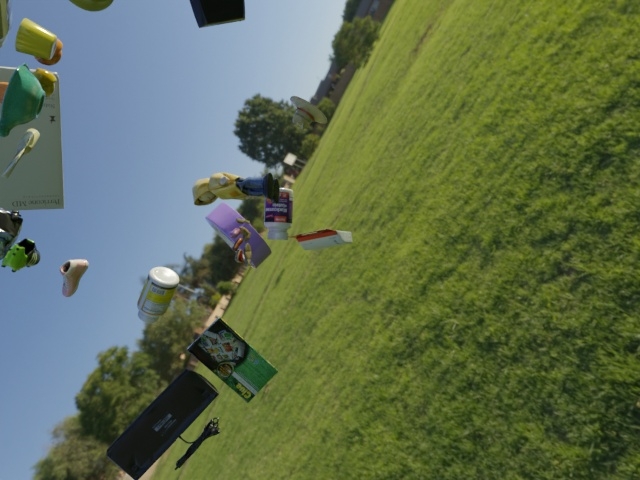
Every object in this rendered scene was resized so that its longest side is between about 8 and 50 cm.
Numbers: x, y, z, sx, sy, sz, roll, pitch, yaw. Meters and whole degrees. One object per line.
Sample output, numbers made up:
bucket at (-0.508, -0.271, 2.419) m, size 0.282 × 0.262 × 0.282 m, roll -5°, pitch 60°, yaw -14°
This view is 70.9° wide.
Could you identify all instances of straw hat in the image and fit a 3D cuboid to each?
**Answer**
straw hat at (-0.053, -0.380, 1.395) m, size 0.061 × 0.144 × 0.144 m, roll -57°, pitch 5°, yaw -4°

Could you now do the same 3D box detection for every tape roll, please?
tape roll at (-0.314, -0.017, 1.725) m, size 0.090 × 0.275 × 0.275 m, roll -45°, pitch 0°, yaw -14°

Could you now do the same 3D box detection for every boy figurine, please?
boy figurine at (-0.277, -0.159, 1.388) m, size 0.177 × 0.285 × 0.092 m, roll 40°, pitch -130°, yaw -72°

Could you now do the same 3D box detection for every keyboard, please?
keyboard at (-0.413, 0.535, 1.267) m, size 0.317 × 0.201 × 0.033 m, roll -45°, pitch 6°, yaw -13°

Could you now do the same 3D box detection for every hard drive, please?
hard drive at (-0.309, -0.770, 1.311) m, size 0.054 × 0.172 × 0.254 m, roll 33°, pitch 139°, yaw 51°

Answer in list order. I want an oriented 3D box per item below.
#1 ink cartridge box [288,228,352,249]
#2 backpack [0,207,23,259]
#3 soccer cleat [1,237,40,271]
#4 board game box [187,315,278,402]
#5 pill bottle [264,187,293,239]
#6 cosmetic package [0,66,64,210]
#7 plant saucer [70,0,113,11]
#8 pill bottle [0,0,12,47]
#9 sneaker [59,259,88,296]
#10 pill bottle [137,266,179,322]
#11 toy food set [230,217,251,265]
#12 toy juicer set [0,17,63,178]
ink cartridge box at (0.000, 0.000, 1.830) m, size 0.232 × 0.189 × 0.066 m, roll -3°, pitch -97°, yaw -63°
backpack at (-0.588, -0.008, 0.776) m, size 0.114 × 0.105 × 0.084 m, roll -37°, pitch 39°, yaw 41°
soccer cleat at (-0.729, 0.029, 1.116) m, size 0.072 × 0.060 × 0.179 m, roll -60°, pitch 19°, yaw -3°
board game box at (-0.266, 0.367, 1.379) m, size 0.136 × 0.259 × 0.030 m, roll -45°, pitch 16°, yaw -11°
pill bottle at (-0.160, -0.099, 1.716) m, size 0.108 × 0.108 × 0.193 m, roll 172°, pitch 99°, yaw -84°
cosmetic package at (-0.859, -0.280, 1.260) m, size 0.156 × 0.217 × 0.384 m, roll 19°, pitch 111°, yaw 44°
plant saucer at (-0.708, -0.831, 1.367) m, size 0.241 × 0.037 × 0.240 m, roll -32°, pitch -52°, yaw -56°
pill bottle at (-1.120, -0.771, 1.454) m, size 0.361 × 0.204 × 0.204 m, roll -13°, pitch 48°, yaw 56°
sneaker at (-0.781, 0.115, 1.390) m, size 0.134 × 0.051 × 0.070 m, roll -58°, pitch -24°, yaw 7°
pill bottle at (-0.641, 0.217, 1.759) m, size 0.215 × 0.117 × 0.117 m, roll -60°, pitch 6°, yaw 22°
toy food set at (-0.212, 0.006, 1.187) m, size 0.078 × 0.019 × 0.122 m, roll 13°, pitch -104°, yaw -61°
toy juicer set at (-0.670, -0.323, 1.009) m, size 0.329 × 0.090 × 0.209 m, roll -66°, pitch 26°, yaw 12°
